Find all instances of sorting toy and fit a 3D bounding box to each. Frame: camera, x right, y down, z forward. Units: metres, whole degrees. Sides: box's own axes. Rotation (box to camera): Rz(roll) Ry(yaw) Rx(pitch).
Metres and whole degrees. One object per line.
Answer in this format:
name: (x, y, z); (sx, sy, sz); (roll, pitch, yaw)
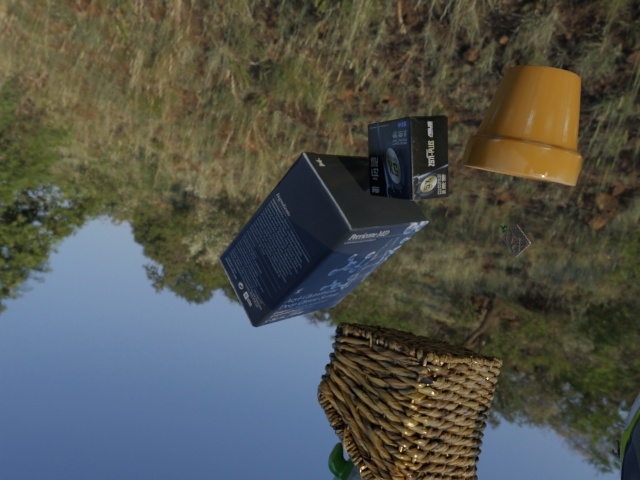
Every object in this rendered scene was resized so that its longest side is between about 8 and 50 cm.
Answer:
sorting toy: (0.447, -0.011, 1.164); (0.012, 0.083, 0.062); (-12, 150, -26)

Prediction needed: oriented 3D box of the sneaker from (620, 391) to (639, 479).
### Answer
sneaker: (0.274, 0.116, 0.293); (0.111, 0.300, 0.121); (28, -139, 20)

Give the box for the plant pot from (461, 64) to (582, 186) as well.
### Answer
plant pot: (0.384, -0.211, 0.925); (0.205, 0.187, 0.205); (11, -169, -2)

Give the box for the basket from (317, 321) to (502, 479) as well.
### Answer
basket: (0.127, 0.262, 0.805); (0.213, 0.223, 0.299); (12, 176, 38)

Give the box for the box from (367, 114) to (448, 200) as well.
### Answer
box: (0.162, -0.156, 0.963); (0.078, 0.147, 0.180); (-7, -169, -19)

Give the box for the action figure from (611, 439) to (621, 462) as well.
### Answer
action figure: (0.592, 0.408, 0.830); (0.099, 0.185, 0.285); (-17, -172, -11)

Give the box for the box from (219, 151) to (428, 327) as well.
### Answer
box: (0.000, 0.000, 1.207); (0.294, 0.395, 0.212); (-7, -122, -47)

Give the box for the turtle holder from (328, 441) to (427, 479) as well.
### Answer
turtle holder: (0.107, 0.542, 0.909); (0.227, 0.243, 0.320); (37, -141, -12)
